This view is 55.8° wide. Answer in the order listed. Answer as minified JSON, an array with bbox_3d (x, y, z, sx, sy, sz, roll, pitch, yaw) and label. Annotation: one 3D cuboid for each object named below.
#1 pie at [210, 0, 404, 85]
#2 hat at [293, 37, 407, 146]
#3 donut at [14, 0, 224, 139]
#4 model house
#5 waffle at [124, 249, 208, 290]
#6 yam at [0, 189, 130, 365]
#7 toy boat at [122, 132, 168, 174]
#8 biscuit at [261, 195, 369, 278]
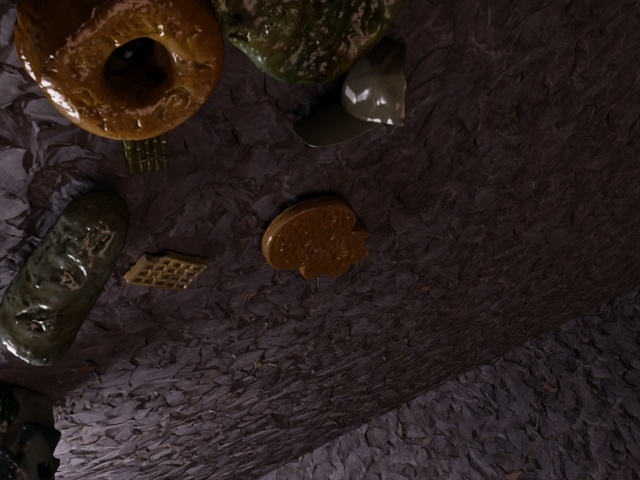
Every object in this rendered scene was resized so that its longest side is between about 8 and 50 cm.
[{"bbox_3d":[0.000,-0.319,0.749,0.277,0.078,0.277,-21,146,-15],"label":"pie"},{"bbox_3d":[0.041,-0.225,0.898,0.173,0.166,0.144,-3,121,1],"label":"hat"},{"bbox_3d":[-0.219,-0.220,0.687,0.227,0.113,0.226,-22,148,-15],"label":"donut"},{"bbox_3d":[-0.665,0.470,1.164,0.298,0.284,0.243,-29,153,1],"label":"model house"},{"bbox_3d":[-0.281,0.055,1.110,0.092,0.021,0.135,-42,147,23],"label":"waffle"},{"bbox_3d":[-0.389,0.057,0.924,0.133,0.133,0.330,12,128,-46],"label":"yam"},{"bbox_3d":[-0.250,-0.142,0.861,0.063,0.016,0.115,-15,146,-20],"label":"toy boat"},{"bbox_3d":[0.000,-0.001,1.228,0.202,0.044,0.289,-39,148,17],"label":"biscuit"}]
